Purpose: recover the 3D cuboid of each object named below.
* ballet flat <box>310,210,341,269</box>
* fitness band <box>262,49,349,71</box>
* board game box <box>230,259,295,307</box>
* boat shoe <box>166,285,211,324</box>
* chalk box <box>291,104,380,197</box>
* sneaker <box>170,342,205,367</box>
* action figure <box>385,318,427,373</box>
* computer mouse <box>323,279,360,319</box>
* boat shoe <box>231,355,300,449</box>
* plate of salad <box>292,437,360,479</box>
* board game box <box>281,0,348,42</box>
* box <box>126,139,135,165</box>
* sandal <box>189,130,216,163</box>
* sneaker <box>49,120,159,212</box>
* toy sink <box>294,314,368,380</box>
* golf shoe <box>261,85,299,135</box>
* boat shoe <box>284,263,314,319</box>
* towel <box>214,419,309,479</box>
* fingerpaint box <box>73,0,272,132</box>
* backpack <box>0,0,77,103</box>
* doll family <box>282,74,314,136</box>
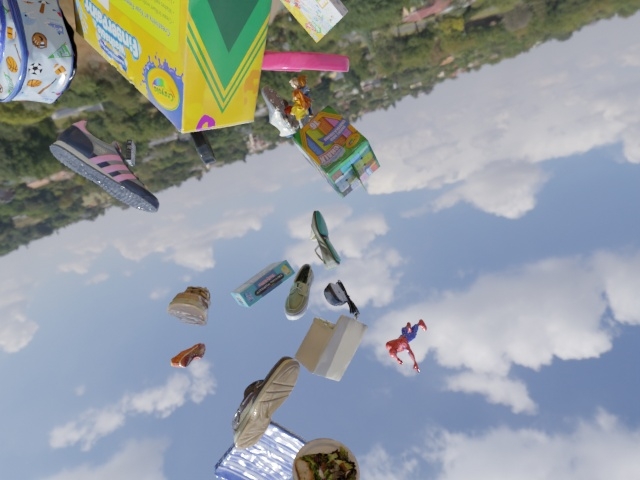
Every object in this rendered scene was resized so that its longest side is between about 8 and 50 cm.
[{"bbox_3d":[0.000,0.000,1.528,0.068,0.213,0.072,-31,156,21],"label":"ballet flat"},{"bbox_3d":[-0.048,-0.504,1.305,0.209,0.054,0.291,20,-153,37],"label":"fitness band"},{"bbox_3d":[-0.274,0.201,2.140,0.254,0.079,0.336,-36,-174,-17],"label":"board game box"},{"bbox_3d":[-0.408,0.196,1.462,0.122,0.110,0.341,13,161,-9],"label":"boat shoe"},{"bbox_3d":[0.073,-0.284,1.571,0.179,0.289,0.180,-41,151,1],"label":"chalk box"},{"bbox_3d":[-0.489,0.420,1.716,0.068,0.064,0.175,1,-176,21],"label":"sneaker"},{"bbox_3d":[0.314,0.385,1.639,0.092,0.138,0.280,-23,175,31],"label":"action figure"},{"bbox_3d":[0.082,0.257,1.886,0.060,0.184,0.262,-33,172,10],"label":"computer mouse"},{"bbox_3d":[-0.156,0.411,1.207,0.103,0.285,0.092,15,-162,-47],"label":"boat shoe"},{"bbox_3d":[0.018,0.666,1.338,0.200,0.048,0.199,6,-140,-5],"label":"plate of salad"},{"bbox_3d":[-0.027,-0.509,0.968,0.103,0.154,0.026,-18,-148,57],"label":"board game box"},{"bbox_3d":[-0.727,-0.336,1.768,0.018,0.083,0.067,0,168,-10],"label":"box"},{"bbox_3d":[-0.411,-0.468,1.496,0.107,0.445,0.167,-22,-178,-4],"label":"sandal"},{"bbox_3d":[-0.572,-0.205,1.296,0.112,0.319,0.131,-9,-129,43],"label":"sneaker"},{"bbox_3d":[0.038,0.371,1.695,0.131,0.153,0.234,27,-92,50],"label":"toy sink"},{"bbox_3d":[-0.151,-0.418,1.515,0.086,0.176,0.069,-20,-156,38],"label":"golf shoe"},{"bbox_3d":[-0.099,0.226,2.085,0.109,0.094,0.302,0,-142,13],"label":"boat shoe"},{"bbox_3d":[-0.200,0.763,1.597,0.335,0.243,0.040,-55,-173,23],"label":"towel"},{"bbox_3d":[-0.274,-0.464,0.800,0.163,0.370,0.445,-23,-127,-39],"label":"fingerpaint box"},{"bbox_3d":[-0.626,-0.422,0.945,0.213,0.263,0.277,-26,180,-44],"label":"backpack"},{"bbox_3d":[-0.067,-0.506,1.676,0.119,0.163,0.262,0,-136,16],"label":"doll family"}]
